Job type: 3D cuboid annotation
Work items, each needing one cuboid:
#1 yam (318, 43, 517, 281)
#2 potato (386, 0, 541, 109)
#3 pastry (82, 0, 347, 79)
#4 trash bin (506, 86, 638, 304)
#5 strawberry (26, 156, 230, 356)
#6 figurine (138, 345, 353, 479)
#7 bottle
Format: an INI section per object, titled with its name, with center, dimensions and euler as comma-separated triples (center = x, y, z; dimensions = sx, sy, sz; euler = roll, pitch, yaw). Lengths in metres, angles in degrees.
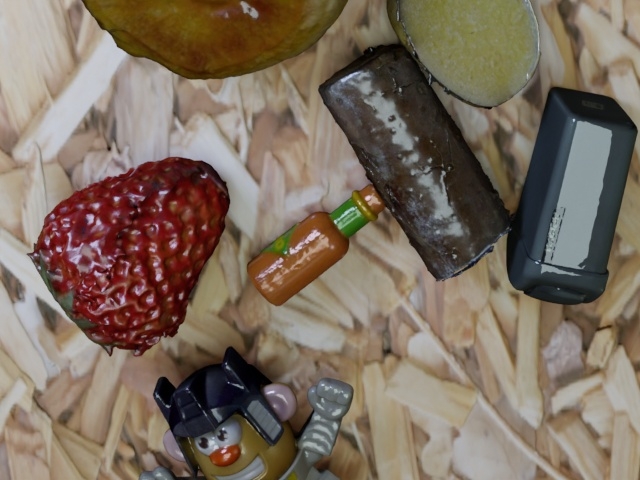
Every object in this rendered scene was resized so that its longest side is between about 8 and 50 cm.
[yam]
center = 0.115, -0.095, 1.999
dimensions = 0.131, 0.131, 0.280
euler = -30, 105, 11
[potato]
center = 0.155, -0.241, 1.959
dimensions = 0.200, 0.081, 0.164
euler = 45, 77, -15
[pastry]
center = -0.121, -0.333, 1.848
dimensions = 0.356, 0.164, 0.356
euler = 2, 131, 2
[trash bin]
center = 0.289, -0.045, 1.989
dimensions = 0.101, 0.177, 0.236
euler = 11, 108, -3
[strawberry]
center = -0.209, 0.003, 2.013
dimensions = 0.244, 0.205, 0.205
euler = -40, 107, -7
[figurine]
center = -0.091, 0.264, 2.123
dimensions = 0.308, 0.143, 0.308
euler = -4, 104, -16
[bottle]
center = 0.000, 0.000, 2.064
dimensions = 0.187, 0.069, 0.069
euler = -37, 107, 11
